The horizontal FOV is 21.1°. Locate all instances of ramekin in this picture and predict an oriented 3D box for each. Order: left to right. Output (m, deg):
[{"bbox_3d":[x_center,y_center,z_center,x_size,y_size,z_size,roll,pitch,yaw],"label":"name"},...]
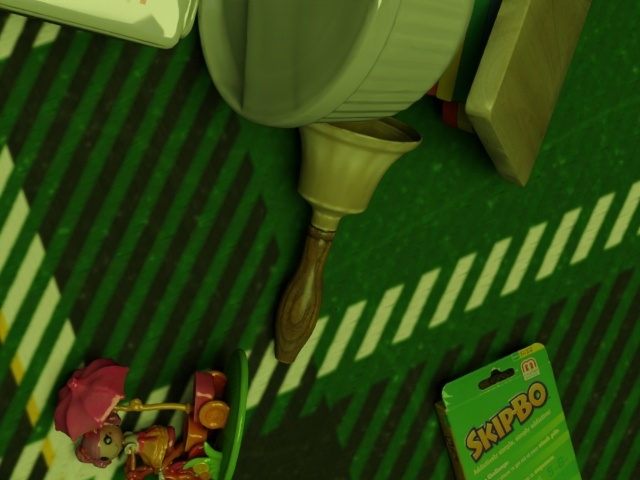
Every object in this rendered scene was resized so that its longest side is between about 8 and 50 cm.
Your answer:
[{"bbox_3d":[0.018,-0.223,1.461,0.127,0.273,0.273,6,96,-37],"label":"ramekin"}]

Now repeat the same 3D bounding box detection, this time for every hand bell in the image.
[{"bbox_3d":[0.000,0.000,1.586,0.126,0.126,0.242,9,108,-24],"label":"hand bell"}]

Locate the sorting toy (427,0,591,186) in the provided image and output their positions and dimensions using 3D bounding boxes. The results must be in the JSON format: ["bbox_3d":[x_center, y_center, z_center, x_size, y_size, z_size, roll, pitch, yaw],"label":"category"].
[{"bbox_3d":[0.171,-0.206,1.554,0.089,0.257,0.255,18,83,16],"label":"sorting toy"}]

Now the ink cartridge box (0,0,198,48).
[{"bbox_3d":[-0.275,-0.330,1.364,0.385,0.160,0.279,13,93,-24],"label":"ink cartridge box"}]

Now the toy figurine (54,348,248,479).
[{"bbox_3d":[-0.160,0.168,1.541,0.159,0.130,0.173,9,120,-11],"label":"toy figurine"}]

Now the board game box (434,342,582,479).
[{"bbox_3d":[0.200,0.237,1.731,0.124,0.039,0.259,-23,109,-19],"label":"board game box"}]
